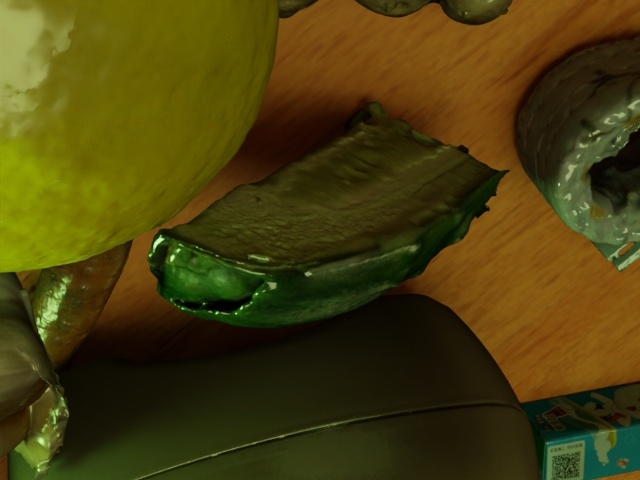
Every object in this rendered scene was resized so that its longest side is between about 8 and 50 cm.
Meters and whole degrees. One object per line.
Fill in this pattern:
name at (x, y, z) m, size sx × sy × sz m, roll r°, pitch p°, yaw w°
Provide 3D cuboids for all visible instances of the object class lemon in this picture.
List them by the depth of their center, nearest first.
lemon at (-0.192, -0.138, 1.075) m, size 0.348 × 0.348 × 0.348 m, roll -8°, pitch 121°, yaw -14°

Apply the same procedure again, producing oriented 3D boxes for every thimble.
thimble at (0.230, -0.078, 1.374) m, size 0.151 × 0.118 × 0.127 m, roll -22°, pitch 121°, yaw -4°

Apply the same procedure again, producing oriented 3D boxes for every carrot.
carrot at (-0.183, 0.037, 1.336) m, size 0.060 × 0.060 × 0.186 m, roll 12°, pitch 119°, yaw -24°

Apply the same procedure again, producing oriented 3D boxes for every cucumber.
cucumber at (0.002, 0.003, 1.217) m, size 0.145 × 0.325 × 0.105 m, roll 27°, pitch 115°, yaw 18°

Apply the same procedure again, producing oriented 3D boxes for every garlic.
garlic at (-0.274, 0.111, 1.216) m, size 0.207 × 0.207 × 0.256 m, roll 33°, pitch 113°, yaw -31°

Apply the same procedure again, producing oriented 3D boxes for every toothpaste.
toothpaste at (0.302, 0.154, 1.562) m, size 0.267 × 0.065 × 0.050 m, roll -9°, pitch 117°, yaw -14°

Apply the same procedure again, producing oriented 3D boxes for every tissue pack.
tissue pack at (-0.028, 0.222, 1.342) m, size 0.387 × 0.277 × 0.267 m, roll -12°, pitch 136°, yaw -13°

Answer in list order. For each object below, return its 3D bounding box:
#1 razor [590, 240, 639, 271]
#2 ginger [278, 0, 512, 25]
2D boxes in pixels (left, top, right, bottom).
razor at (0.317, 0.031, 1.504) m, size 0.106 × 0.068 × 0.232 m, roll -40°, pitch 128°, yaw 6°
ginger at (0.044, -0.196, 1.268) m, size 0.204 × 0.080 × 0.104 m, roll 2°, pitch 142°, yaw -17°
